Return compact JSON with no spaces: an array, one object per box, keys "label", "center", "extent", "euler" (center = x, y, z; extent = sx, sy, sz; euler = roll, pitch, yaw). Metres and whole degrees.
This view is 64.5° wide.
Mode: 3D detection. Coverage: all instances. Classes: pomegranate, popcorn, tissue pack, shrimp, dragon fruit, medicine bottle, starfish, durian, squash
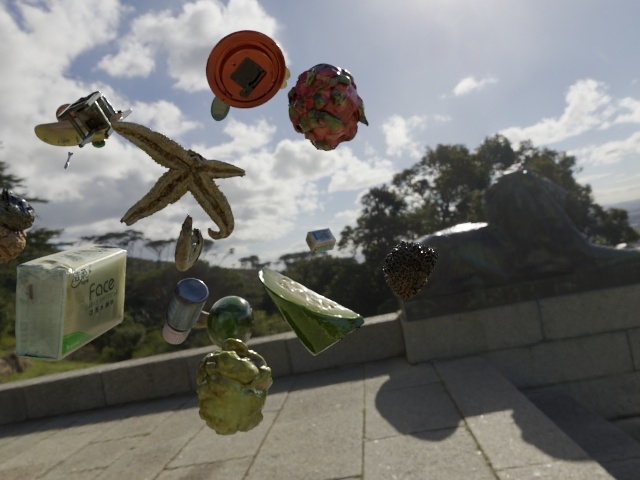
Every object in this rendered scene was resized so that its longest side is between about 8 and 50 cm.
[{"label":"pomegranate","center":[-0.344,0.286,1.775],"extent":[0.225,0.187,0.187],"euler":[8,-1,3]},{"label":"popcorn","center":[-0.256,0.419,1.493],"extent":[0.234,0.242,0.250],"euler":[31,0,-10]},{"label":"tissue pack","center":[-0.896,0.209,1.856],"extent":[0.205,0.332,0.405],"euler":[7,10,5]},{"label":"shrimp","center":[-0.415,0.005,1.625],"extent":[0.047,0.224,0.126],"euler":[30,38,16]},{"label":"dragon fruit","center":[0.014,-0.425,1.652],"extent":[0.236,0.231,0.303],"euler":[-20,-25,-18]},{"label":"medicine bottle","center":[-0.352,0.187,1.300],"extent":[0.083,0.083,0.203],"euler":[-9,-37,-41]},{"label":"starfish","center":[-0.450,-0.171,1.548],"extent":[0.431,0.324,0.082],"euler":[16,19,-17]},{"label":"durian","center":[0.192,0.058,1.187],"extent":[0.091,0.148,0.188],"euler":[34,-15,-11]},{"label":"tissue pack","center":[0.000,0.000,1.853],"extent":[0.094,0.074,0.059],"euler":[-10,-36,-27]},{"label":"squash","center":[-0.050,0.156,1.328],"extent":[0.203,0.289,0.111],"euler":[-41,-13,36]}]

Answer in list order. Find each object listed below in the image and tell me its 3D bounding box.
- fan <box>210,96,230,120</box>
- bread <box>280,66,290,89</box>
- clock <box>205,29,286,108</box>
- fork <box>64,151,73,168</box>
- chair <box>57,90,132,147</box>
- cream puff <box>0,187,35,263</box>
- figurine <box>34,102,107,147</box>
[{"label":"fan","center":[-0.373,-0.538,1.920],"extent":[0.005,0.176,0.113],"euler":[23,23,23]},{"label":"bread","center":[-0.207,-0.678,2.019],"extent":[0.039,0.181,0.251],"euler":[-58,7,-20]},{"label":"clock","center":[-0.186,-0.426,1.278],"extent":[0.205,0.051,0.205],"euler":[-14,-44,-14]},{"label":"fork","center":[-0.817,-0.263,1.645],"extent":[0.016,0.012,0.115],"euler":[7,35,-18]},{"label":"chair","center":[-0.840,-0.479,1.905],"extent":[0.136,0.147,0.271],"euler":[-17,33,14]},{"label":"cream puff","center":[-0.834,-0.053,1.319],"extent":[0.169,0.183,0.183],"euler":[-44,-4,2]},{"label":"figurine","center":[-1.044,-0.500,2.163],"extent":[0.324,0.222,0.124],"euler":[-17,-29,-27]}]
